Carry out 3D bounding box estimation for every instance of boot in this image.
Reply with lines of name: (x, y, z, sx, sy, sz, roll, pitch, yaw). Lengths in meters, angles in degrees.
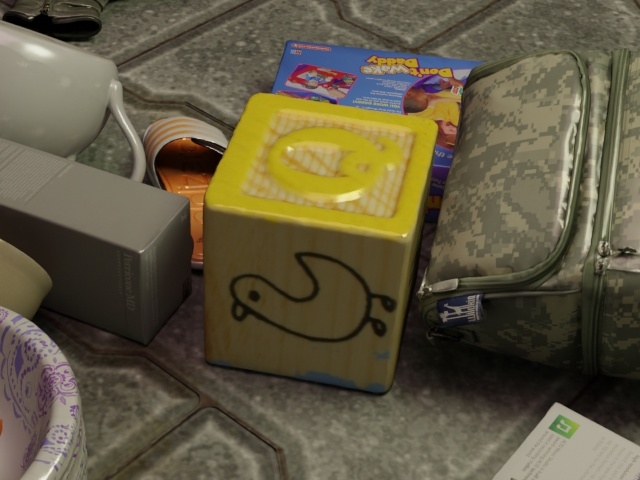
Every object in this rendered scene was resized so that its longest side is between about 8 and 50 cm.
boot: (-0.299, -0.329, 1.636, 0.246, 0.083, 0.161, -5, 47, -1)

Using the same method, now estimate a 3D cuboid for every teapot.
teapot: (-0.348, -0.140, 1.316, 0.252, 0.187, 0.256, 13, 8, -39)

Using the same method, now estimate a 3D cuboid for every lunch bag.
lunch bag: (0.239, -0.027, 1.155, 0.256, 0.212, 0.305, 5, 62, 17)

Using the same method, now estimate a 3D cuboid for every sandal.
sandal: (-0.134, -0.076, 1.327, 0.102, 0.076, 0.265, -7, 41, -13)

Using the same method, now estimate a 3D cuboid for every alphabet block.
alphabet block: (0.000, 0.000, 1.150, 0.192, 0.197, 0.193, 8, 40, 6)

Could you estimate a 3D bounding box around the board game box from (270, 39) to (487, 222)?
board game box: (0.111, -0.125, 1.403, 0.347, 0.078, 0.233, 8, 40, 5)

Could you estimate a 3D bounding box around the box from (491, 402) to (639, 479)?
box: (0.264, 0.281, 0.941, 0.322, 0.058, 0.232, 27, 45, 27)

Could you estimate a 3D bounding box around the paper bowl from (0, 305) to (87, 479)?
paper bowl: (-0.325, 0.185, 0.940, 0.284, 0.148, 0.284, 2, 40, -2)

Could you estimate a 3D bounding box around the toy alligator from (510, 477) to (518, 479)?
toy alligator: (0.222, 0.240, 0.907, 0.190, 0.056, 0.051, 21, 83, 21)

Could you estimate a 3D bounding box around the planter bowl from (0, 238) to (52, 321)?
planter bowl: (-0.343, 0.056, 1.109, 0.162, 0.162, 0.109, 15, 68, 14)

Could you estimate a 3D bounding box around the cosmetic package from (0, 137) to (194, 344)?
cosmetic package: (-0.250, -0.003, 1.193, 0.238, 0.127, 0.107, 18, 42, 20)

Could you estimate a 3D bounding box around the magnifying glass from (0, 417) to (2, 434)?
magnifying glass: (-0.345, 0.117, 0.888, 0.231, 0.026, 0.092, 13, 41, 11)
